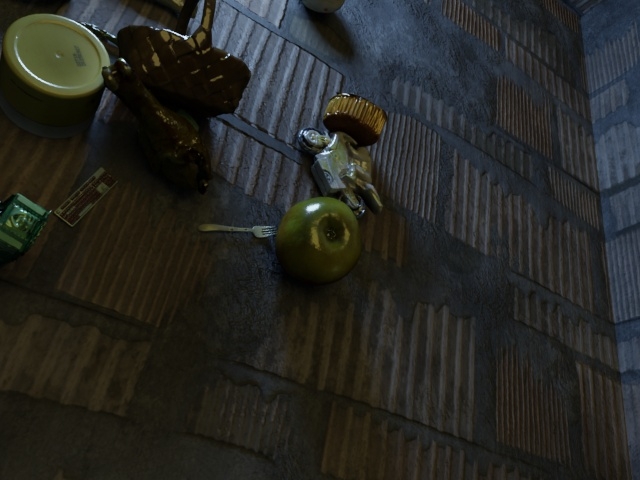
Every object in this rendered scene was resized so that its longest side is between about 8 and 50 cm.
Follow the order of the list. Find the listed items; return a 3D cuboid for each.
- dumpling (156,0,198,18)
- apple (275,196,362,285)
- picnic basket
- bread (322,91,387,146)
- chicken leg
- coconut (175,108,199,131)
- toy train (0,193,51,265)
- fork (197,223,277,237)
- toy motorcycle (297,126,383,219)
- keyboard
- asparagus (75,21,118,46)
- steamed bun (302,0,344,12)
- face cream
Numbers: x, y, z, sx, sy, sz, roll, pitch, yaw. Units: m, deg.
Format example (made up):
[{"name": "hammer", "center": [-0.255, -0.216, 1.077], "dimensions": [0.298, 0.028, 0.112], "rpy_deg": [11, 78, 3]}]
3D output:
[{"name": "dumpling", "center": [-0.503, -0.773, 1.560], "dimensions": [0.332, 0.086, 0.166], "rpy_deg": [17, 93, -27]}, {"name": "apple", "center": [0.000, 0.000, 1.480], "dimensions": [0.260, 0.194, 0.261], "rpy_deg": [9, 71, -29]}, {"name": "picnic basket", "center": [-0.336, -0.503, 1.388], "dimensions": [0.337, 0.293, 0.337], "rpy_deg": [-5, 100, -29]}, {"name": "bread", "center": [0.106, -0.378, 1.734], "dimensions": [0.199, 0.199, 0.104], "rpy_deg": [26, 76, -22]}, {"name": "chicken leg", "center": [-0.391, -0.275, 1.309], "dimensions": [0.140, 0.211, 0.361], "rpy_deg": [-50, 126, -23]}, {"name": "coconut", "center": [-0.368, -0.301, 1.442], "dimensions": [0.081, 0.083, 0.082], "rpy_deg": [-44, 56, -17]}, {"name": "toy train", "center": [-0.640, -0.019, 1.019], "dimensions": [0.154, 0.269, 0.115], "rpy_deg": [41, 49, -32]}, {"name": "fork", "center": [-0.221, -0.026, 1.455], "dimensions": [0.219, 0.028, 0.034], "rpy_deg": [0, 77, -30]}, {"name": "toy motorcycle", "center": [0.078, -0.220, 1.688], "dimensions": [0.222, 0.108, 0.341], "rpy_deg": [-18, 73, -32]}, {"name": "keyboard", "center": [-0.547, -0.105, 1.270], "dimensions": [0.055, 0.017, 0.166], "rpy_deg": [40, 53, -12]}, {"name": "asparagus", "center": [-0.537, -0.526, 1.461], "dimensions": [0.236, 0.027, 0.034], "rpy_deg": [26, 46, -23]}, {"name": "steamed bun", "center": [-0.007, -0.908, 1.926], "dimensions": [0.177, 0.130, 0.228], "rpy_deg": [-34, 92, -29]}, {"name": "face cream", "center": [-0.611, -0.372, 1.243], "dimensions": [0.218, 0.179, 0.218], "rpy_deg": [14, 62, -29]}]
